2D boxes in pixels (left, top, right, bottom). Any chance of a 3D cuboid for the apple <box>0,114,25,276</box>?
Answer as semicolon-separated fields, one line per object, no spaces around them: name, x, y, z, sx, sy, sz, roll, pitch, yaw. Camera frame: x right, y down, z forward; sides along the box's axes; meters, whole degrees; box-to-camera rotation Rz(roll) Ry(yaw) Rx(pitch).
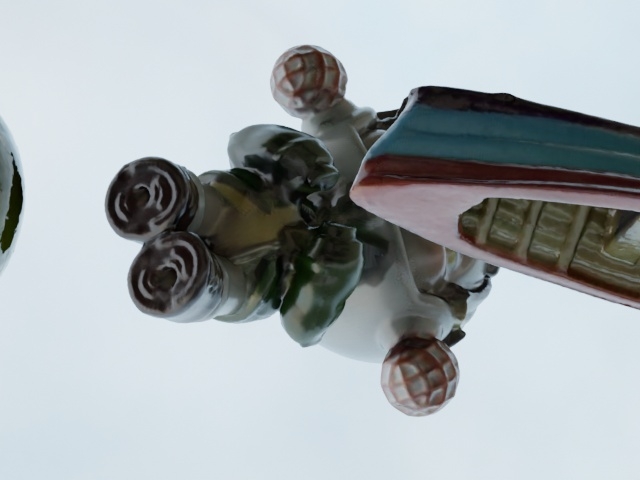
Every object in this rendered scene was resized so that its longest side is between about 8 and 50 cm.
apple;-0.266;-0.020;1.105;0.196;0.157;0.196;4;-136;-4

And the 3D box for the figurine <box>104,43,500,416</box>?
figurine;0.000;0.000;1.360;0.370;0.167;0.281;-1;-114;-55

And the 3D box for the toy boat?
toy boat;0.209;-0.003;1.087;0.392;0.136;0.079;16;-119;-8
